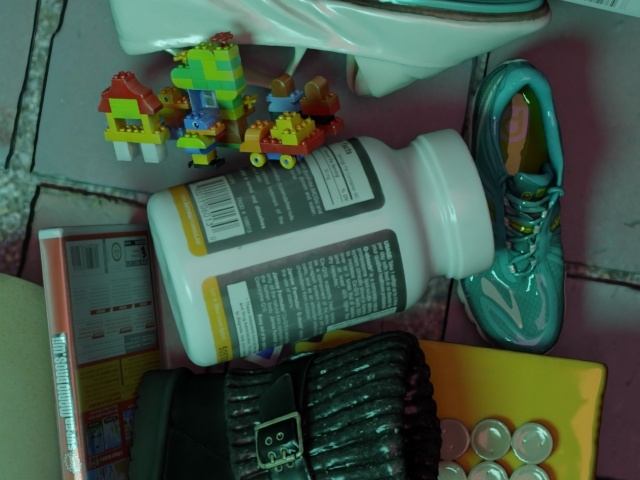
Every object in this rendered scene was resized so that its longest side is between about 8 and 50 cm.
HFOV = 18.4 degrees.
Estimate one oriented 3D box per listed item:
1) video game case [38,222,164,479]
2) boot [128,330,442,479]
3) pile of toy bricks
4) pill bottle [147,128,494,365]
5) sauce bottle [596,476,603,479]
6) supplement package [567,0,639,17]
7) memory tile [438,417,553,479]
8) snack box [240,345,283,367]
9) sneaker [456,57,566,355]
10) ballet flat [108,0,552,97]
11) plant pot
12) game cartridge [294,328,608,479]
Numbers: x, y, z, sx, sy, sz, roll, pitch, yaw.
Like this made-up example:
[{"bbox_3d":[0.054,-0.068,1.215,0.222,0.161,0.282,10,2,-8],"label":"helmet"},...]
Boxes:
[{"bbox_3d":[-0.180,0.128,1.707,0.025,0.204,0.285,-6,90,16],"label":"video game case"},{"bbox_3d":[-0.029,0.246,1.666,0.260,0.131,0.348,-6,67,15],"label":"boot"},{"bbox_3d":[-0.086,-0.131,1.720,0.212,0.118,0.105,5,119,32],"label":"pile of toy bricks"},{"bbox_3d":[0.000,0.000,1.721,0.278,0.162,0.162,-15,91,-8],"label":"pill bottle"},{"bbox_3d":[0.347,0.312,1.795,0.344,0.111,0.111,34,86,3],"label":"sauce bottle"},{"bbox_3d":[0.266,-0.339,1.740,0.139,0.134,0.244,13,59,-5],"label":"supplement package"},{"bbox_3d":[0.130,0.212,1.734,0.148,0.012,0.113,1,85,12],"label":"memory tile"},{"bbox_3d":[-0.041,0.025,1.809,0.064,0.022,0.178,21,87,-7],"label":"snack box"},{"bbox_3d":[0.176,-0.028,1.788,0.107,0.110,0.275,-3,90,-6],"label":"sneaker"},{"bbox_3d":[0.002,-0.196,1.777,0.400,0.139,0.139,8,89,-2],"label":"ballet flat"},{"bbox_3d":[-0.301,0.172,1.687,0.256,0.256,0.274,18,72,-5],"label":"plant pot"},{"bbox_3d":[0.099,0.251,1.770,0.285,0.053,0.323,7,86,12],"label":"game cartridge"}]
